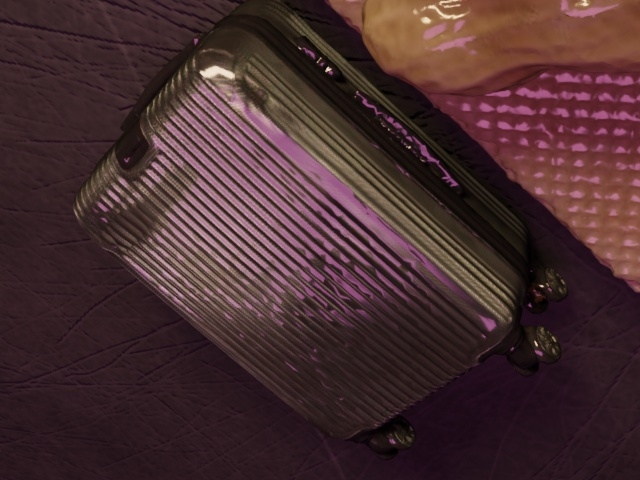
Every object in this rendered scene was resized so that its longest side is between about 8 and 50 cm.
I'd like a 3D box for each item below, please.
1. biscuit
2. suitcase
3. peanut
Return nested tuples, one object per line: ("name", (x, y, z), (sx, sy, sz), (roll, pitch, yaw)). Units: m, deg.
("biscuit", (0.094, -0.144, 0.540), (0.426, 0.078, 0.144), (42, 128, -12))
("suitcase", (0.000, 0.000, 0.646), (0.312, 0.128, 0.202), (42, 127, -12))
("peanut", (0.107, -0.111, 0.449), (0.187, 0.082, 0.082), (-3, 124, 36))
